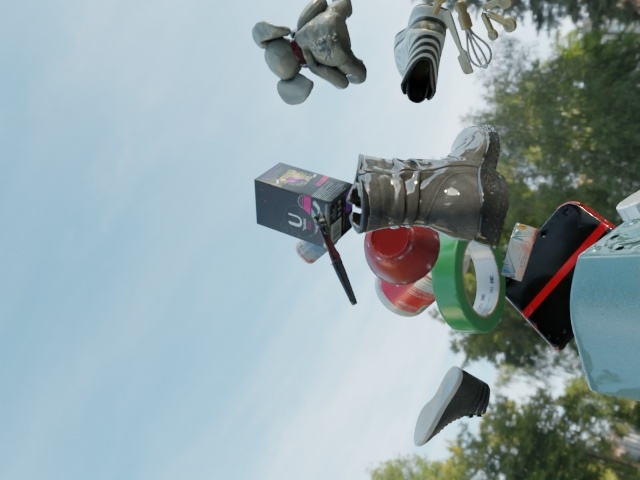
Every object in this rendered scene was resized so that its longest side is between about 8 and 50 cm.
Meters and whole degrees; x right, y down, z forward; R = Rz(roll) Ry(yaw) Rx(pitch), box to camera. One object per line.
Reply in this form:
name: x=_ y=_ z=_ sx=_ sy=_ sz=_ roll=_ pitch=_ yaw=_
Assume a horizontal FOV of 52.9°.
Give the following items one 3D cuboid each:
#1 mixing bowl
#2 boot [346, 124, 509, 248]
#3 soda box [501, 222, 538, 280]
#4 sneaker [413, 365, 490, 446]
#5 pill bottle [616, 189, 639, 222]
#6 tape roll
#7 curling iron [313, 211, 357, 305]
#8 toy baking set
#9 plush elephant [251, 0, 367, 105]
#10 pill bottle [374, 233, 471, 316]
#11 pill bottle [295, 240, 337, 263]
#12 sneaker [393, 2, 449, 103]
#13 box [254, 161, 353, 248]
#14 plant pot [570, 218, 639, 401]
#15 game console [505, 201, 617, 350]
mixing bowl: x=0.170 y=0.003 z=1.445 sx=0.098 sy=0.182 sz=0.181 roll=32 pitch=-106 yaw=-64
boot: x=0.161 y=-0.109 z=1.002 sx=0.338 sy=0.223 sz=0.118 roll=-73 pitch=-11 yaw=-63
soda box: x=0.547 y=0.034 z=1.770 sx=0.058 sy=0.063 sz=0.183 roll=-59 pitch=-22 yaw=-31
sneaker: x=0.388 y=0.507 z=1.871 sx=0.104 sy=0.147 sz=0.295 roll=-94 pitch=28 yaw=-64
pill bottle: x=0.685 y=-0.002 z=1.265 sx=0.208 sy=0.119 sz=0.119 roll=56 pitch=-138 yaw=0
tape roll: x=0.438 y=0.109 z=1.875 sx=0.321 sy=0.077 sz=0.320 roll=13 pitch=-108 yaw=-48
curling iron: x=0.038 y=0.049 z=1.750 sx=0.068 sy=0.035 sz=0.273 roll=21 pitch=-131 yaw=-82
toy baking set: x=0.300 y=-0.456 z=1.311 sx=0.030 sy=0.196 sz=0.256 roll=-31 pitch=-13 yaw=-21
plush elephant: x=-0.043 y=-0.546 z=1.858 sx=0.330 sy=0.256 sz=0.271 roll=-47 pitch=-56 yaw=-61
pill bottle: x=0.374 y=0.085 z=2.255 sx=0.229 sy=0.229 sz=0.407 roll=-46 pitch=-6 yaw=-41
pill bottle: x=0.000 y=0.000 z=2.103 sx=0.160 sy=0.087 sz=0.087 roll=-39 pitch=-20 yaw=26
sneaker: x=0.302 y=-0.556 z=2.107 sx=0.447 sy=0.169 sz=0.257 roll=89 pitch=-164 yaw=-82
box: x=-0.051 y=-0.109 z=1.941 sx=0.143 sy=0.271 sz=0.165 roll=-42 pitch=-38 yaw=-45
plant pot: x=0.569 y=0.099 z=1.067 sx=0.247 sy=0.248 sz=0.252 roll=-31 pitch=-81 yaw=-22
game console: x=0.750 y=0.096 z=1.961 sx=0.060 sy=0.342 sz=0.386 roll=24 pitch=-70 yaw=-37
